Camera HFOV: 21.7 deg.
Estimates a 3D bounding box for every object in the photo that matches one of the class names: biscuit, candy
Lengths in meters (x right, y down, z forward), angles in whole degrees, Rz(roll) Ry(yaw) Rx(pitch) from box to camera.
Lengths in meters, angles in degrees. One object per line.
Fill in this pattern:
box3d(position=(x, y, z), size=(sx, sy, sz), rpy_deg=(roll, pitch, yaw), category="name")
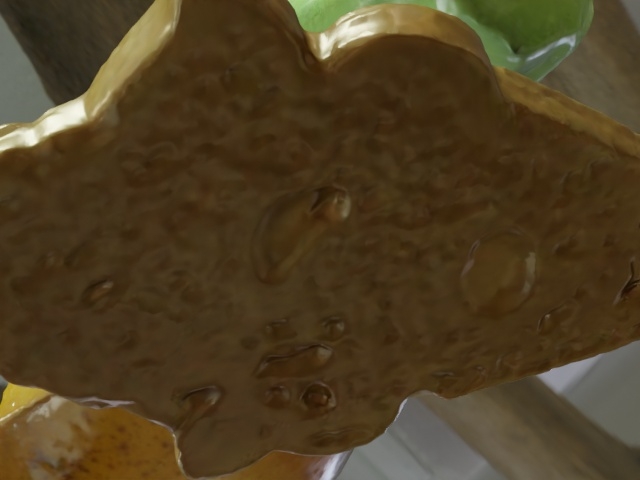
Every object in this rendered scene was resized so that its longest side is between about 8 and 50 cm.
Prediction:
box3d(position=(0.000, 0.000, 0.445), size=(0.250, 0.035, 0.162), rpy_deg=(3, -50, -15), category="biscuit")
box3d(position=(0.066, -0.151, 1.202), size=(0.132, 0.343, 0.142), rpy_deg=(-16, -90, -22), category="candy")

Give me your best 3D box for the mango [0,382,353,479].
box3d(position=(-0.091, 0.094, 0.904), size=(0.350, 0.199, 0.201), rpy_deg=(-60, -18, 22), category="mango")
